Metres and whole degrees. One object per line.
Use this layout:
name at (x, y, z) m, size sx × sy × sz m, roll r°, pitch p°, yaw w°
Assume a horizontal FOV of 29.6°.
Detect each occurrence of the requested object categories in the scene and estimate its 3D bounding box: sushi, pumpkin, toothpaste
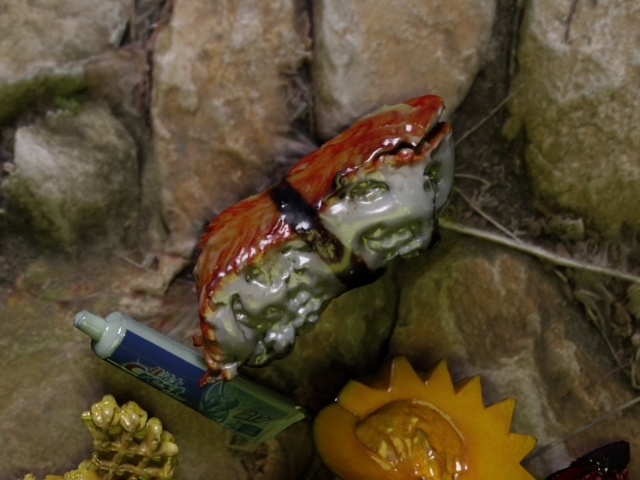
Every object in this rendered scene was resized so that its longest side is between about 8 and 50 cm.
sushi at (0.000, 0.000, 1.116) m, size 0.332 × 0.124 × 0.130 m, roll -34°, pitch 114°, yaw 2°
pumpkin at (0.107, 0.209, 1.294) m, size 0.254 × 0.130 × 0.149 m, roll 34°, pitch 146°, yaw -11°
toothpaste at (-0.133, 0.135, 1.204) m, size 0.268 × 0.047 × 0.069 m, roll 33°, pitch 93°, yaw -32°

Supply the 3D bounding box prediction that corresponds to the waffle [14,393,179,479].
waffle at (-0.233, 0.239, 1.227) m, size 0.194 × 0.051 × 0.149 m, roll -33°, pitch 122°, yaw 9°

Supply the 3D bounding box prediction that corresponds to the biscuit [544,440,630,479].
biscuit at (0.310, 0.358, 1.394) m, size 0.151 × 0.063 × 0.235 m, roll -14°, pitch 105°, yaw -51°
